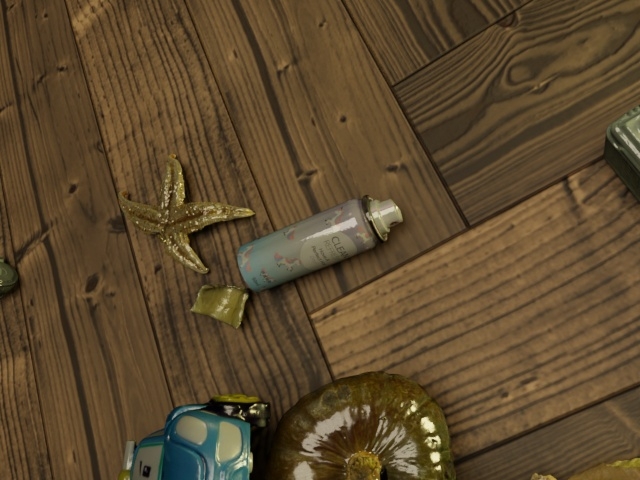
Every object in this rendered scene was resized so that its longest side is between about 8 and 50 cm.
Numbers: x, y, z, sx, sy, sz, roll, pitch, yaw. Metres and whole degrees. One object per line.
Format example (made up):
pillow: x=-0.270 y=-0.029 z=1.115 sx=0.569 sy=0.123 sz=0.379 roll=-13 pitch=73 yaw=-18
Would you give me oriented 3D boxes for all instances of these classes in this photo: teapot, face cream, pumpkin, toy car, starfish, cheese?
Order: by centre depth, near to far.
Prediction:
pumpkin: x=0.045 y=0.258 z=0.648 sx=0.218 sy=0.162 sz=0.219 roll=-1 pitch=72 yaw=4
toy car: x=-0.149 y=0.278 z=0.678 sx=0.165 sy=0.314 sz=0.198 roll=3 pitch=76 yaw=-11
face cream: x=0.000 y=0.000 z=0.802 sx=0.229 sy=0.075 sz=0.075 roll=-23 pitch=67 yaw=18
cheese: x=-0.145 y=0.091 z=0.861 sx=0.084 sy=0.041 sz=0.060 roll=13 pitch=88 yaw=11
starfish: x=-0.233 y=-0.055 z=0.940 sx=0.247 sy=0.050 sz=0.138 roll=36 pitch=90 yaw=25
teapot: x=-0.593 y=0.070 z=1.064 sx=0.057 sy=0.066 sz=0.088 roll=-54 pitch=38 yaw=21

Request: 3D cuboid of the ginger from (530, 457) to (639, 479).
ginger: x=0.334 y=0.265 z=0.578 sx=0.294 sy=0.086 sz=0.131 roll=-28 pitch=94 yaw=25

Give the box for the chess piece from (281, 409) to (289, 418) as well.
chess piece: x=-0.030 y=0.266 z=0.760 sx=0.042 sy=0.042 sz=0.093 roll=-24 pitch=62 yaw=17

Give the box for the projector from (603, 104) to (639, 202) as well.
projector: x=0.452 y=-0.066 z=0.603 sx=0.192 sy=0.099 sz=0.257 roll=-32 pitch=65 yaw=12
